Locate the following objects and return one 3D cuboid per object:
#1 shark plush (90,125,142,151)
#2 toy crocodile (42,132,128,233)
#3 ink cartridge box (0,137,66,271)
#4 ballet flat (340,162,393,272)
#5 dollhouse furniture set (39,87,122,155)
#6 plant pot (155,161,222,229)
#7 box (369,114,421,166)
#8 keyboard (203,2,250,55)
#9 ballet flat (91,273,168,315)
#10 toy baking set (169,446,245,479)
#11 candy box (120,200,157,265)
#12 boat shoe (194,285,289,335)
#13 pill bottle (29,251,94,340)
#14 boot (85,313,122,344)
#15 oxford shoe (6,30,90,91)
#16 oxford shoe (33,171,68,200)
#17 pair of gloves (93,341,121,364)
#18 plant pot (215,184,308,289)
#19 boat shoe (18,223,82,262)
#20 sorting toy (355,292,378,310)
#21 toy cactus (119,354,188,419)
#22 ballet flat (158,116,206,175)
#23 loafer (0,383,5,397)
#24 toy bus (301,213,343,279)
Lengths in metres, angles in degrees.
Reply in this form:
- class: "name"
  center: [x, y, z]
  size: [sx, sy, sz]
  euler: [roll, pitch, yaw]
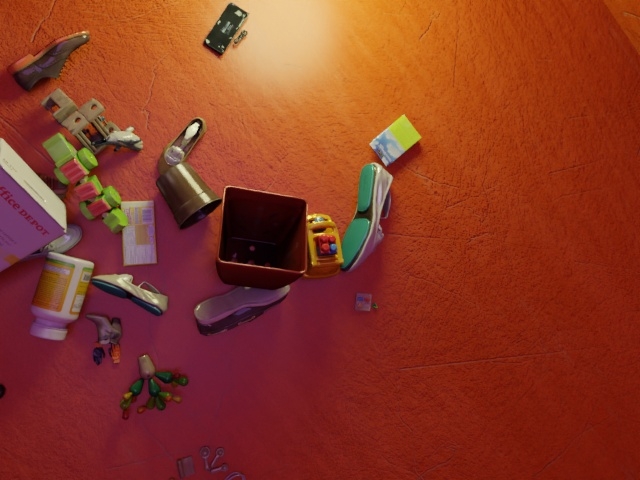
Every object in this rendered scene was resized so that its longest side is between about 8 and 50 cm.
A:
- class: "shark plush"
  center: [-0.632, -0.302, 1.774]
  size: [0.073, 0.067, 0.161]
  euler: [44, 42, 20]
- class: "toy crocodile"
  center: [-0.711, -0.167, 1.718]
  size: [0.115, 0.105, 0.341]
  euler: [-28, 114, 0]
- class: "ink cartridge box"
  center: [-0.948, -0.057, 1.556]
  size: [0.384, 0.160, 0.279]
  euler: [-30, 133, -1]
- class: "ballet flat"
  center: [0.176, -0.070, 1.970]
  size: [0.139, 0.139, 0.401]
  euler: [16, 82, -13]
- class: "dollhouse furniture set"
  center: [-0.745, -0.385, 1.768]
  size: [0.183, 0.129, 0.129]
  euler: [41, 76, 22]
- class: "plant pot"
  center: [-0.428, -0.149, 1.804]
  size: [0.167, 0.167, 0.165]
  euler: [-35, 87, -13]
- class: "box"
  center: [0.266, -0.357, 2.042]
  size: [0.178, 0.042, 0.109]
  euler: [-40, 96, -13]
- class: "keyboard"
  center: [-0.308, -0.716, 1.931]
  size: [0.108, 0.023, 0.180]
  euler: [31, 81, -4]
- class: "ballet flat"
  center: [-0.594, 0.155, 1.786]
  size: [0.248, 0.086, 0.086]
  euler: [30, 80, -12]
- class: "toy baking set"
  center: [-0.356, 0.787, 1.824]
  size: [0.196, 0.030, 0.256]
  euler: [-37, 96, -13]
- class: "candy box"
  center: [-0.583, -0.023, 1.816]
  size: [0.105, 0.027, 0.206]
  euler: [-3, 87, -11]
- class: "boat shoe"
  center: [-0.251, 0.218, 1.851]
  size: [0.324, 0.116, 0.097]
  euler: [-20, 134, -25]
- class: "pill bottle"
  center: [-0.784, 0.168, 1.698]
  size: [0.136, 0.136, 0.246]
  euler: [16, 83, -13]
- class: "boot"
  center: [-0.680, 0.281, 1.763]
  size: [0.118, 0.042, 0.087]
  euler: [12, 75, -21]
- class: "oxford shoe"
  center: [-0.829, -0.565, 1.766]
  size: [0.271, 0.097, 0.098]
  euler: [-35, 115, -9]
- class: "oxford shoe"
  center: [-0.968, -0.120, 1.695]
  size: [0.396, 0.140, 0.147]
  euler: [-4, 120, -20]
- class: "pair of gloves"
  center: [-0.673, 0.354, 1.780]
  size: [0.083, 0.010, 0.074]
  euler: [-2, 87, -13]
- class: "plant pot"
  center: [-0.200, 0.020, 1.778]
  size: [0.267, 0.236, 0.267]
  euler: [9, 58, -14]
- class: "boat shoe"
  center: [-0.843, 0.014, 1.724]
  size: [0.226, 0.076, 0.083]
  euler: [-26, 93, -14]
- class: "sorting toy"
  center: [0.165, 0.219, 1.998]
  size: [0.083, 0.012, 0.062]
  euler: [6, 85, -13]
- class: "toy cactus"
  center: [-0.535, 0.451, 1.772]
  size: [0.218, 0.112, 0.181]
  euler: [-21, 82, -6]
- class: "ballet flat"
  center: [-0.455, -0.311, 1.842]
  size: [0.080, 0.073, 0.232]
  euler: [33, 80, -10]
- class: "loafer"
  center: [-1.022, 0.425, 1.662]
  size: [0.169, 0.061, 0.062]
  euler: [21, 83, -11]
- class: "toy bus"
  center: [0.000, 0.000, 1.861]
  size: [0.149, 0.211, 0.221]
  euler: [-6, 75, -13]
